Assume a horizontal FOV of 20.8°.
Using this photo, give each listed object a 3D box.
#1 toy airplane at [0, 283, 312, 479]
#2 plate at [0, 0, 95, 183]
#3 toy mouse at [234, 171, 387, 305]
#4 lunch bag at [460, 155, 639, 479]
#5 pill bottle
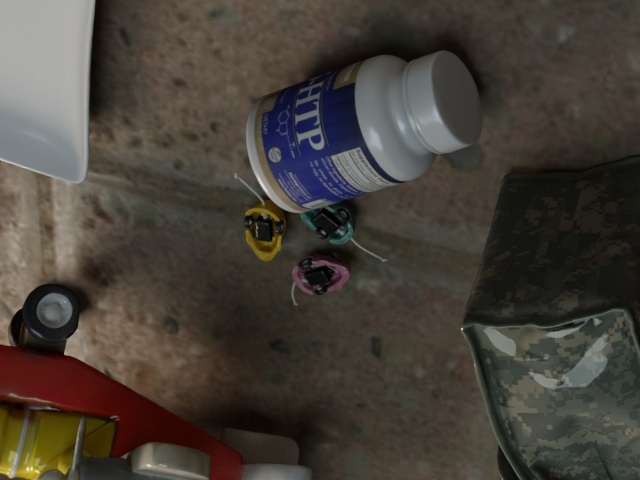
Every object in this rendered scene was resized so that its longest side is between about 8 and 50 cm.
[{"bbox_3d":[-0.205,0.252,1.777,0.384,0.272,0.386,15,156,34],"label":"toy airplane"},{"bbox_3d":[-0.332,-0.206,1.628,0.278,0.045,0.277,18,131,10],"label":"plate"},{"bbox_3d":[0.000,0.000,1.654,0.143,0.031,0.161,6,129,20],"label":"toy mouse"},{"bbox_3d":[0.237,0.110,1.499,0.169,0.235,0.287,-7,122,22],"label":"lunch bag"},{"bbox_3d":[0.040,-0.098,1.504,0.187,0.112,0.112,-17,118,32],"label":"pill bottle"}]
